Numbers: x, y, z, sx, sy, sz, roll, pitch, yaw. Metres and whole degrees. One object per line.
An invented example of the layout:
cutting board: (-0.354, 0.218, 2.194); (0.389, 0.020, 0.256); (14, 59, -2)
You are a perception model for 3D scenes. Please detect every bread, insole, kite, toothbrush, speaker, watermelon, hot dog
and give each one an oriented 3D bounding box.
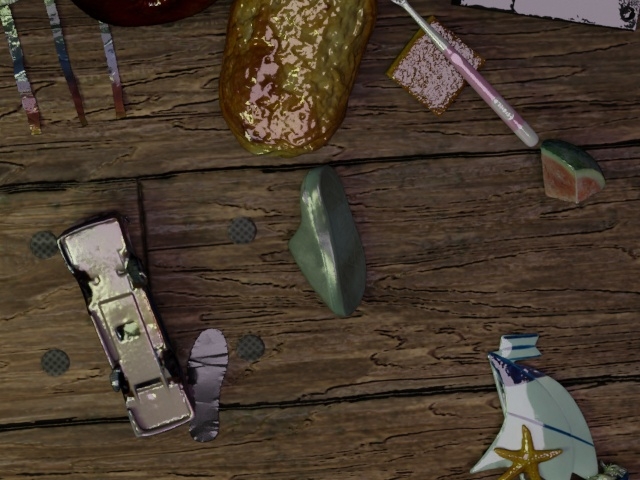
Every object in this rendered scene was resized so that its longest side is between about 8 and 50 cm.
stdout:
bread: (0.143, -0.218, 1.872); (0.090, 0.035, 0.094); (38, 96, -9)
insole: (-0.146, 0.188, 1.943); (0.053, 0.002, 0.152); (1, 100, -4)
kite: (-0.338, -0.313, 1.834); (0.204, 0.022, 0.360); (-10, 100, -5)
toothbrush: (0.169, -0.220, 1.842); (0.020, 0.025, 0.286); (-44, 100, 5)
speaker: (0.275, -0.294, 1.843); (0.218, 0.082, 0.044); (8, 99, -4)
watermelon: (0.306, -0.087, 1.880); (0.092, 0.084, 0.072); (25, 89, -28)
hot dog: (-0.032, -0.229, 1.823); (0.175, 0.114, 0.259); (15, 101, -11)

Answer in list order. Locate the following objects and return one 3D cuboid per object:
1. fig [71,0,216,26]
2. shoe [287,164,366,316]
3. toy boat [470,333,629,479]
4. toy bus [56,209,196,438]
fig: (-0.204, -0.356, 1.732); (0.235, 0.235, 0.214); (-25, 90, 1)
shoe: (0.000, 0.000, 1.894); (0.078, 0.079, 0.195); (1, 112, 32)
toy boat: (0.281, 0.262, 1.969); (0.221, 0.067, 0.291); (-14, 90, -2)
toy bus: (-0.235, 0.100, 1.866); (0.090, 0.112, 0.274); (-20, 101, 0)
